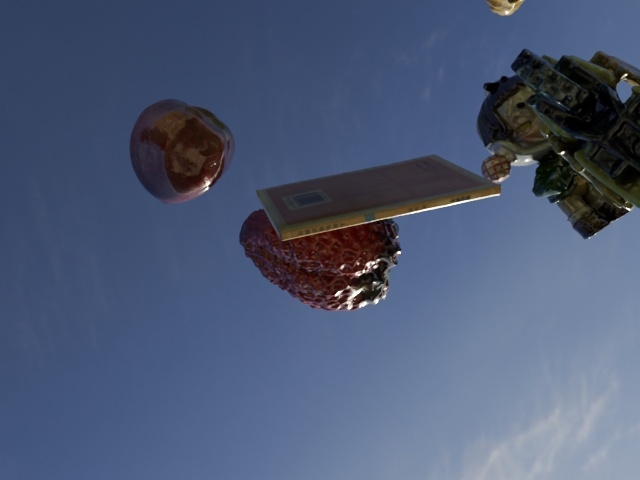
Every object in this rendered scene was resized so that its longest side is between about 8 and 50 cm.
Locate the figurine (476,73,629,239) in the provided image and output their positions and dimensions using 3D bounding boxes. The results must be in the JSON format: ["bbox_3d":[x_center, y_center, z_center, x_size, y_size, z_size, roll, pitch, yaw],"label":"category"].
[{"bbox_3d":[0.444,-0.178,1.133,0.281,0.167,0.370,-34,-102,-1],"label":"figurine"}]

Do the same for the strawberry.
[{"bbox_3d":[0.000,0.000,1.061,0.288,0.239,0.250,5,-51,5],"label":"strawberry"}]

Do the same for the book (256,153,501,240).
[{"bbox_3d":[0.056,-0.055,0.667,0.241,0.170,0.018,-12,-69,-10],"label":"book"}]

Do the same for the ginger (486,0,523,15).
[{"bbox_3d":[0.221,-0.293,0.554,0.086,0.294,0.131,2,-74,-11],"label":"ginger"}]

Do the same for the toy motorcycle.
[{"bbox_3d":[0.448,-0.135,0.809,0.169,0.410,0.237,-54,-15,25],"label":"toy motorcycle"}]

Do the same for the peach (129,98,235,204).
[{"bbox_3d":[-0.194,-0.118,0.830,0.152,0.152,0.152,-9,-69,-23],"label":"peach"}]
